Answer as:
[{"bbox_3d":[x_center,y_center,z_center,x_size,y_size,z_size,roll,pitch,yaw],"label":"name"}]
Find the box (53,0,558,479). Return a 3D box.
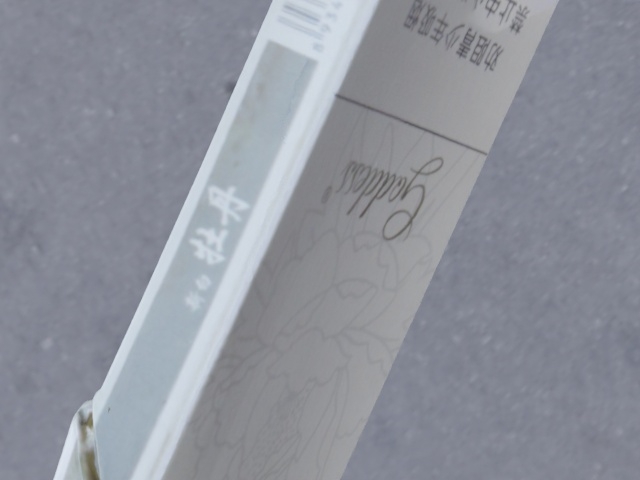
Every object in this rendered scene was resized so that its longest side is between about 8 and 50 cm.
[{"bbox_3d":[0.000,0.000,0.405,0.029,0.109,0.198,27,97,25],"label":"box"}]
